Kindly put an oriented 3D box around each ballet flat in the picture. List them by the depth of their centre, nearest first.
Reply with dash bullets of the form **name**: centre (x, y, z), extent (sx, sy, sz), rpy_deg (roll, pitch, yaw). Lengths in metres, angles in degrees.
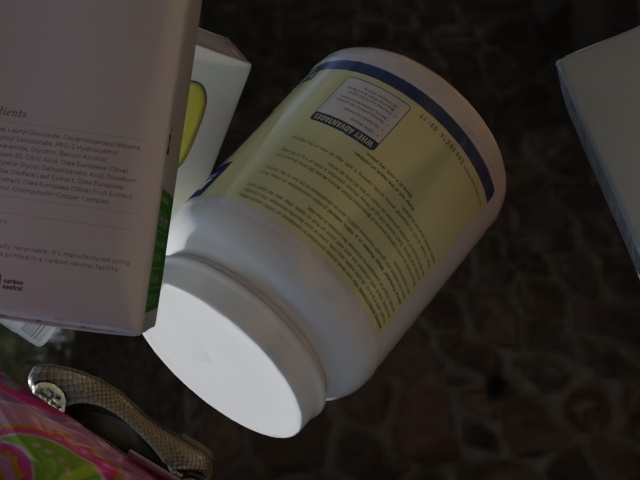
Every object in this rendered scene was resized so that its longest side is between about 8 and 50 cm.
- **ballet flat**: centre (-0.237, 0.225, 1.691), extent (0.084, 0.249, 0.058), rpy_deg (-38, 23, 51)

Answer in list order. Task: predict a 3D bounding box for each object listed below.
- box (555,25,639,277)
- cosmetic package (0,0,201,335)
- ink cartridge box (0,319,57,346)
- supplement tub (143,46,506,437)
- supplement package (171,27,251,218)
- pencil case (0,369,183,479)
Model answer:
- **box**: centre (0.291, -0.047, 1.137), extent (0.148, 0.126, 0.232), rpy_deg (38, -149, -73)
- **cosmetic package**: centre (-0.171, -0.125, 1.029), extent (0.197, 0.155, 0.366), rpy_deg (177, 102, -87)
- **ink cartridge box**: centre (-0.351, 0.006, 1.309), extent (0.045, 0.208, 0.206), rpy_deg (-53, -15, -8)
- **supplement tub**: centre (0.000, 0.000, 1.353), extent (0.325, 0.235, 0.235), rpy_deg (-49, -20, -27)
- **supplement package**: centre (-0.202, -0.130, 1.452), extent (0.149, 0.194, 0.203), rpy_deg (-127, 56, -68)
- **pencil case**: centre (-0.158, 0.117, 0.683), extent (0.284, 0.124, 0.124), rpy_deg (28, 135, 32)
